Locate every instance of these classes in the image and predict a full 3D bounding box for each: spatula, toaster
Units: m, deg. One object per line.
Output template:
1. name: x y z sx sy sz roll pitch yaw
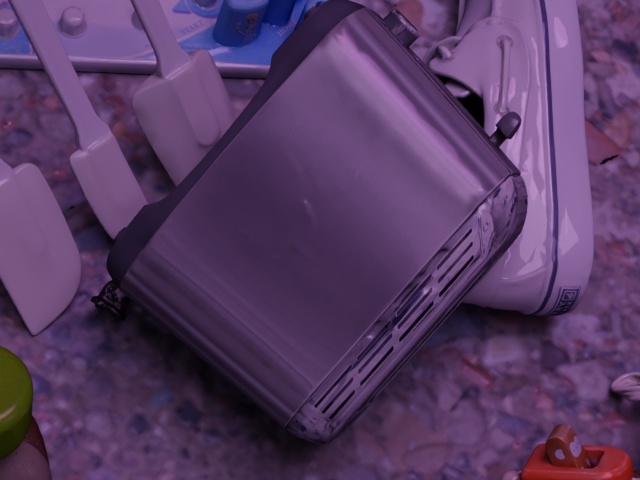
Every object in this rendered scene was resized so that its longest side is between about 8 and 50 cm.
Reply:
1. spatula: -0.134 -0.093 0.923 0.168 0.019 0.242 -36 120 -23
2. toaster: 0.000 0.000 0.910 0.146 0.129 0.227 42 97 7

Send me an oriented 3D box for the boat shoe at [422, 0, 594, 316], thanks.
1. boat shoe: 0.096 -0.083 1.019 0.084 0.095 0.258 4 60 -16

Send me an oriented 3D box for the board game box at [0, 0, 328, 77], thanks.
1. board game box: -0.190 -0.281 1.082 0.389 0.050 0.390 1 62 -13

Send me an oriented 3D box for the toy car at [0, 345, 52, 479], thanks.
1. toy car: -0.213 0.062 0.846 0.148 0.155 0.188 -7 52 -17

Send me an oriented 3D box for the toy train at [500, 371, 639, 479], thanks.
1. toy train: 0.168 0.088 0.915 0.125 0.046 0.166 1 21 29

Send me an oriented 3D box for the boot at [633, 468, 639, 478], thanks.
1. boot: 0.157 0.248 0.880 0.206 0.090 0.248 -29 73 -12
